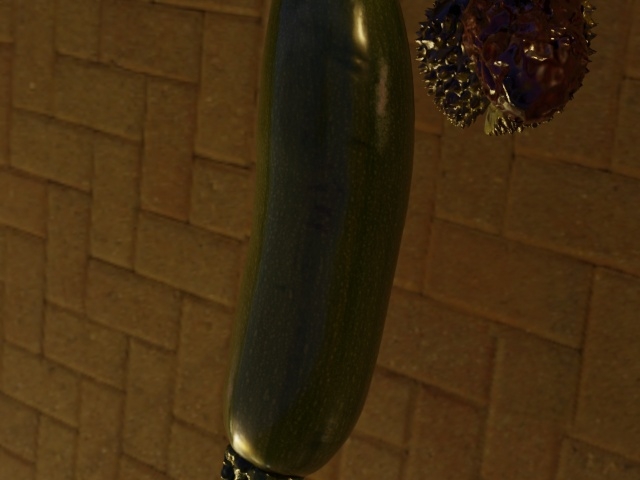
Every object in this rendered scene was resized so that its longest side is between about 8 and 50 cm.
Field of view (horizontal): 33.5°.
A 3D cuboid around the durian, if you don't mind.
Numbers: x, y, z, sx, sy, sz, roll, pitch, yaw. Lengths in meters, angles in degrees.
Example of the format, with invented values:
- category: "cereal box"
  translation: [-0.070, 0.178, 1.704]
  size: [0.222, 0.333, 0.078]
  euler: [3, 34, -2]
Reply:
- category: "durian"
  translation: [0.194, -0.243, 1.170]
  size: [0.193, 0.138, 0.237]
  euler: [-12, 75, 33]

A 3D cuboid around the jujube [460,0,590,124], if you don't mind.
- category: "jujube"
  translation: [0.156, -0.148, 0.809]
  size: [0.104, 0.104, 0.166]
  euler: [-34, 33, 36]

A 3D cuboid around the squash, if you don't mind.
- category: "squash"
  translation: [0.000, 0.000, 0.451]
  size: [0.069, 0.069, 0.258]
  euler: [16, 105, 37]
